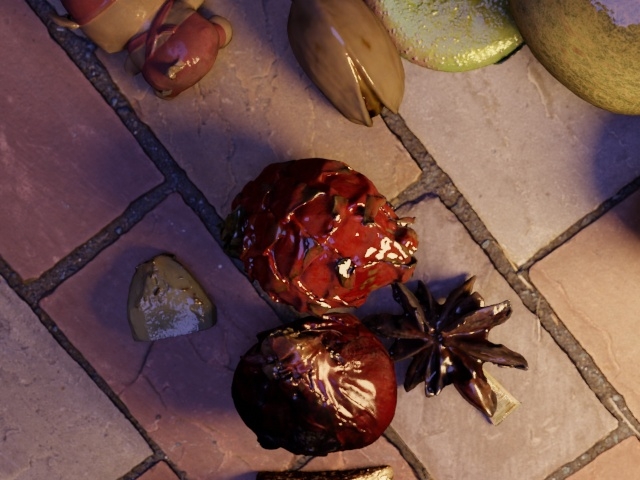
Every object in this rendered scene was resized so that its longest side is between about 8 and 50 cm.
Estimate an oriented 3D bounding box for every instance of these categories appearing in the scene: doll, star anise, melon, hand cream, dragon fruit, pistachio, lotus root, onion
[{"bbox_3d":[-0.269,-0.343,1.182,0.256,0.152,0.196,41,67,-19],"label":"doll"},{"bbox_3d":[0.198,0.155,1.244,0.283,0.129,0.212,8,89,35],"label":"star anise"},{"bbox_3d":[0.422,-0.320,1.105,0.329,0.248,0.248,31,99,-10],"label":"melon"},{"bbox_3d":[0.274,0.245,1.315,0.061,0.039,0.143,-42,104,-1],"label":"hand cream"},{"bbox_3d":[0.000,0.000,1.177,0.299,0.244,0.244,20,100,13],"label":"dragon fruit"},{"bbox_3d":[0.042,-0.278,1.186,0.138,0.153,0.238,-28,124,16],"label":"pistachio"},{"bbox_3d":[-0.260,0.097,1.293,0.143,0.070,0.144,-20,98,5],"label":"lotus root"},{"bbox_3d":[-0.020,0.224,1.228,0.281,0.281,0.221,5,69,2],"label":"onion"}]

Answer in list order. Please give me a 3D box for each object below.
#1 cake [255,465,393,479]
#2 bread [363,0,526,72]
[{"bbox_3d":[0.008,0.456,1.308,0.246,0.135,0.112,-3,98,3],"label":"cake"},{"bbox_3d":[0.208,-0.402,1.204,0.302,0.045,0.301,0,100,3],"label":"bread"}]
